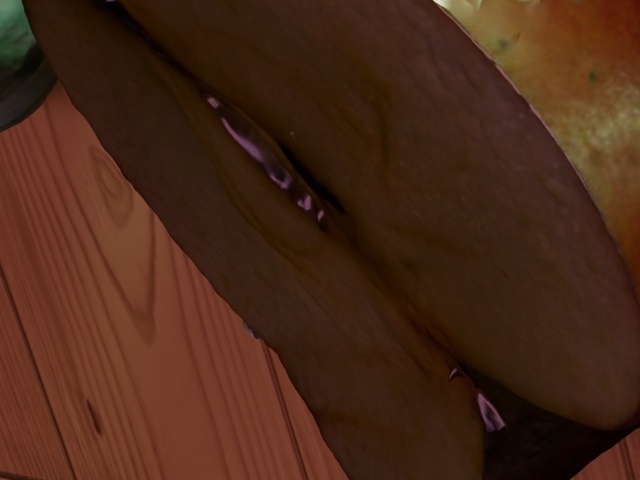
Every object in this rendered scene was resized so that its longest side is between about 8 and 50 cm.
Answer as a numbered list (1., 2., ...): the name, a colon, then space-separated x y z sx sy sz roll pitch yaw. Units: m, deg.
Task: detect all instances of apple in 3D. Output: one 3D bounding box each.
1. apple: 0.017 -0.051 0.740 0.365 0.295 0.329 46 115 16

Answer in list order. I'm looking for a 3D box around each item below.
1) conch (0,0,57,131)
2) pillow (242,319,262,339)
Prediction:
1. conch: -0.216 -0.159 0.999 0.220 0.195 0.277 49 168 41
2. pillow: -0.002 0.000 0.959 0.135 0.055 0.091 -11 104 46
